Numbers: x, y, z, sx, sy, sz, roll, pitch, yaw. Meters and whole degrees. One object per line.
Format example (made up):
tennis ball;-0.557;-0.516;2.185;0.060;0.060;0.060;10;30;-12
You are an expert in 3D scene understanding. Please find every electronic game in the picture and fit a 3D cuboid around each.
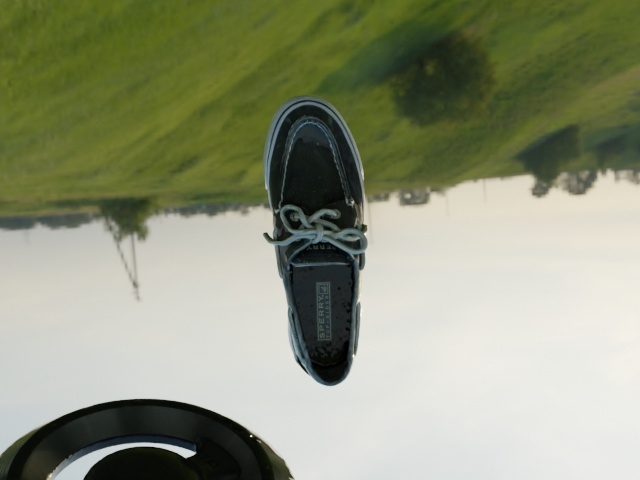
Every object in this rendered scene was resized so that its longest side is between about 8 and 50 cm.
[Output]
electronic game;-0.128;0.187;0.678;0.229;0.048;0.229;7;-155;-3

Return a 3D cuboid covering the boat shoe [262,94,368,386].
boat shoe;-0.004;0.001;0.987;0.113;0.307;0.105;1;-173;-4
